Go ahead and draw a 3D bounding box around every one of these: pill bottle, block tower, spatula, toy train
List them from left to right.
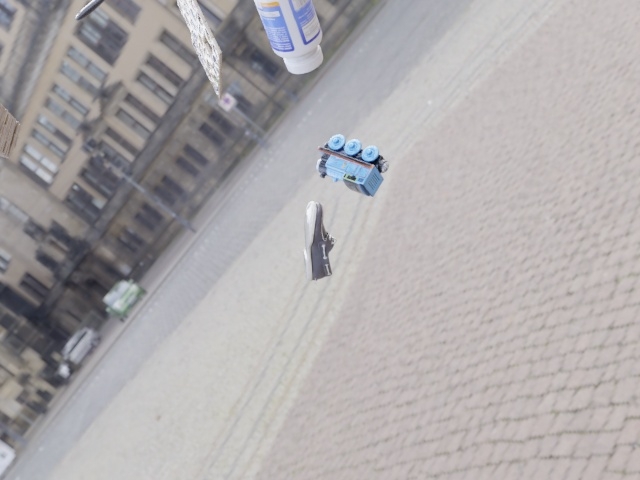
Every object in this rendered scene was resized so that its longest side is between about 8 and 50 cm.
[{"bbox_3d":[-0.730,-0.250,1.923,0.335,0.097,0.091,165,120,-81],"label":"block tower"},{"bbox_3d":[-0.533,-0.676,2.372,0.296,0.030,0.084,-34,29,-6],"label":"spatula"},{"bbox_3d":[-0.083,-0.615,2.511,0.152,0.272,0.152,-12,43,11],"label":"pill bottle"},{"bbox_3d":[0.069,-0.173,2.028,0.105,0.184,0.080,-58,-35,-13],"label":"toy train"}]

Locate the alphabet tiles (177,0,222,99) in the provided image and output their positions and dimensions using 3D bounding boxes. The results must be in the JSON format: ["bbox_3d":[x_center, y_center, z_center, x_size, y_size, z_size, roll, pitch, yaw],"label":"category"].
[{"bbox_3d":[-0.259,-0.443,1.886,0.009,0.237,0.198,-22,-15,-13],"label":"alphabet tiles"}]

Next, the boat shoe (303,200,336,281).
[{"bbox_3d":[0.000,0.000,1.879,0.075,0.064,0.206,-105,14,-50],"label":"boat shoe"}]
